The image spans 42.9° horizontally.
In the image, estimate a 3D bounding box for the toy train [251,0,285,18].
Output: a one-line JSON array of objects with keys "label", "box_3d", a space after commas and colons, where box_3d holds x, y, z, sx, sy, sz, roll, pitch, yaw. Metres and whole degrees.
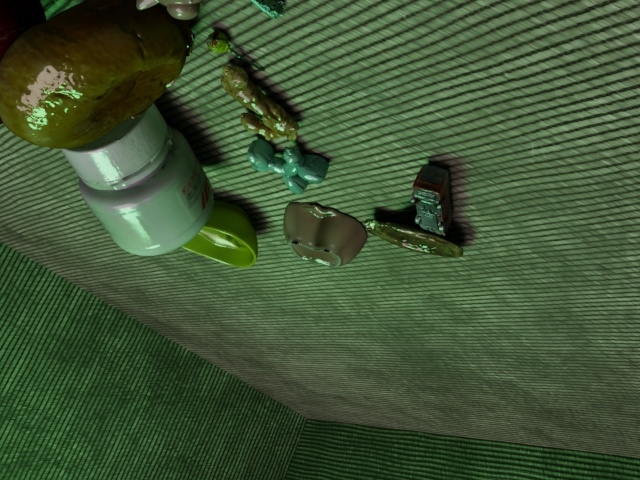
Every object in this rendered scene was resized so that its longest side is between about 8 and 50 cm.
[{"label": "toy train", "box_3d": [-0.097, -0.379, 1.275, 0.092, 0.029, 0.045, 35, 162, -30]}]

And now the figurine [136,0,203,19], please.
[{"label": "figurine", "box_3d": [-0.205, -0.396, 1.197, 0.125, 0.138, 0.125, 15, 162, 5]}]

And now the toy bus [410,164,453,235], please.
[{"label": "toy bus", "box_3d": [0.220, -0.076, 1.591, 0.065, 0.077, 0.192, 16, 158, 19]}]

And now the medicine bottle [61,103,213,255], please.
[{"label": "medicine bottle", "box_3d": [-0.395, -0.152, 1.751, 0.256, 0.256, 0.325, 9, 144, 28]}]

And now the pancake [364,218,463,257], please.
[{"label": "pancake", "box_3d": [0.204, -0.004, 1.774, 0.211, 0.029, 0.235, 22, 173, -19]}]

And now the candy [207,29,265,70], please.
[{"label": "candy", "box_3d": [-0.147, -0.327, 1.434, 0.123, 0.035, 0.035, 28, 118, -34]}]

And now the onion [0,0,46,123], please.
[{"label": "onion", "box_3d": [-0.697, -0.402, 1.471, 0.398, 0.398, 0.420, 50, -173, -48]}]

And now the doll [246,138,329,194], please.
[{"label": "doll", "box_3d": [-0.078, -0.159, 1.701, 0.158, 0.059, 0.159, 31, 157, -25]}]

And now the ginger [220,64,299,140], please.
[{"label": "ginger", "box_3d": [-0.114, -0.254, 1.539, 0.176, 0.053, 0.193, 25, 165, -6]}]

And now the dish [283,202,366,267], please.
[{"label": "dish", "box_3d": [0.000, 0.000, 1.936, 0.213, 0.090, 0.213, 19, 157, 8]}]

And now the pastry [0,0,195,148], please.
[{"label": "pastry", "box_3d": [-0.379, -0.283, 1.368, 0.164, 0.356, 0.356, 59, 151, -3]}]

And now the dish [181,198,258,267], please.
[{"label": "dish", "box_3d": [-0.270, -0.036, 2.077, 0.262, 0.108, 0.221, 16, 156, 10]}]
